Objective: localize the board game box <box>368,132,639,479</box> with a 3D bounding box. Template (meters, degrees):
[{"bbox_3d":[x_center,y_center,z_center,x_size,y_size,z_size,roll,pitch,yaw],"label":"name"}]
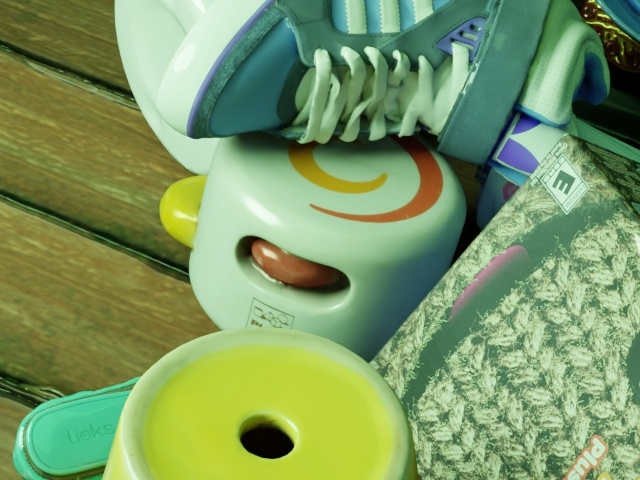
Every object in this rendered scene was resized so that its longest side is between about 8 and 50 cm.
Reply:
[{"bbox_3d":[0.197,0.120,1.084,0.141,0.232,0.291,17,30,-41],"label":"board game box"}]

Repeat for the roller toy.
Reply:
[{"bbox_3d":[0.000,0.000,1.277,0.209,0.146,0.191,-4,41,-26],"label":"roller toy"}]

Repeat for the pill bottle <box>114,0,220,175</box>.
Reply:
[{"bbox_3d":[0.025,-0.202,1.452,0.361,0.204,0.204,-22,50,-26],"label":"pill bottle"}]

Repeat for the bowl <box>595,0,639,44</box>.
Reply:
[{"bbox_3d":[0.390,-0.310,1.396,0.391,0.077,0.391,-6,76,24],"label":"bowl"}]

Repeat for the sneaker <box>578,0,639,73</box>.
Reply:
[{"bbox_3d":[0.307,-0.168,1.494,0.175,0.064,0.067,23,9,10],"label":"sneaker"}]

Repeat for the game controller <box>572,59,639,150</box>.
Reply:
[{"bbox_3d":[0.323,-0.096,1.488,0.319,0.067,0.166,24,32,18],"label":"game controller"}]

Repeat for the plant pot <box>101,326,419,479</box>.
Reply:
[{"bbox_3d":[-0.037,0.189,1.009,0.254,0.239,0.254,3,43,-3],"label":"plant pot"}]

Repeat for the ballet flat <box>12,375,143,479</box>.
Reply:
[{"bbox_3d":[-0.092,0.124,1.179,0.247,0.087,0.083,-11,74,-18],"label":"ballet flat"}]

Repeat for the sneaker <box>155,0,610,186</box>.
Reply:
[{"bbox_3d":[0.070,-0.110,1.217,0.236,0.130,0.323,41,50,18],"label":"sneaker"}]

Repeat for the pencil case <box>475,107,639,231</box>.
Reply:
[{"bbox_3d":[0.260,-0.013,1.338,0.273,0.124,0.113,25,7,17],"label":"pencil case"}]
